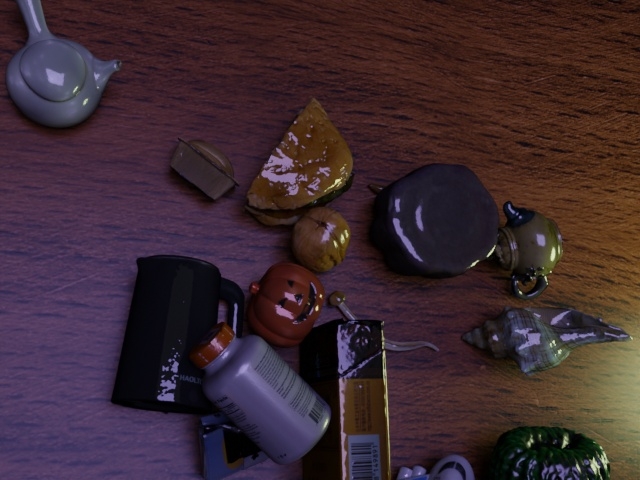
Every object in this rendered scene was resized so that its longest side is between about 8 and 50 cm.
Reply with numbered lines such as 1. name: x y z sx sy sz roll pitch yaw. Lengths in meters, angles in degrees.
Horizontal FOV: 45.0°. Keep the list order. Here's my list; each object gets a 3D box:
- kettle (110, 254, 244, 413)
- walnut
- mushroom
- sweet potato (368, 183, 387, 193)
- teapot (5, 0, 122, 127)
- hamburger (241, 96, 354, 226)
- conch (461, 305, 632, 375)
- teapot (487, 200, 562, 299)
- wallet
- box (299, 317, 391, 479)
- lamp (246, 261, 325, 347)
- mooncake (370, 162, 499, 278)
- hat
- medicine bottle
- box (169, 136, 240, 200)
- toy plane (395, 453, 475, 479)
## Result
1. kettle: -0.282 0.203 1.628 0.262 0.203 0.307 10 70 -13
2. walnut: 0.000 0.000 1.790 0.144 0.180 0.144 -2 73 6
3. mushroom: 0.148 0.216 1.854 0.306 0.043 0.068 32 93 -10
4. sweet potato: 0.173 -0.123 1.957 0.115 0.026 0.026 13 72 -17
5. teapot: -0.616 -0.402 1.701 0.318 0.149 0.220 44 66 -4
6. hamburger: -0.022 -0.169 1.831 0.209 0.162 0.329 31 64 -7
7. conch: 0.546 0.245 1.906 0.386 0.169 0.203 8 36 1
8. teapot: 0.502 0.028 1.954 0.183 0.173 0.269 -9 107 -8
9. wallet: -0.146 0.418 1.641 0.231 0.069 0.170 -11 121 -26
10. box: 0.047 0.382 1.653 0.116 0.264 0.415 2 77 -17
11. lamp: -0.085 0.138 1.711 0.164 0.188 0.187 30 69 -12
12. mooncake: 0.275 -0.045 1.892 0.306 0.154 0.306 4 79 -22
13. hat: 0.511 0.608 1.794 0.274 0.242 0.332 6 100 -10
14. medicine bottle: -0.125 0.293 1.523 0.288 0.157 0.157 47 67 -11
15. box: -0.265 -0.169 1.782 0.177 0.111 0.111 37 68 -6
16. toy plane: 0.270 0.596 1.710 0.267 0.122 0.266 -1 52 2
